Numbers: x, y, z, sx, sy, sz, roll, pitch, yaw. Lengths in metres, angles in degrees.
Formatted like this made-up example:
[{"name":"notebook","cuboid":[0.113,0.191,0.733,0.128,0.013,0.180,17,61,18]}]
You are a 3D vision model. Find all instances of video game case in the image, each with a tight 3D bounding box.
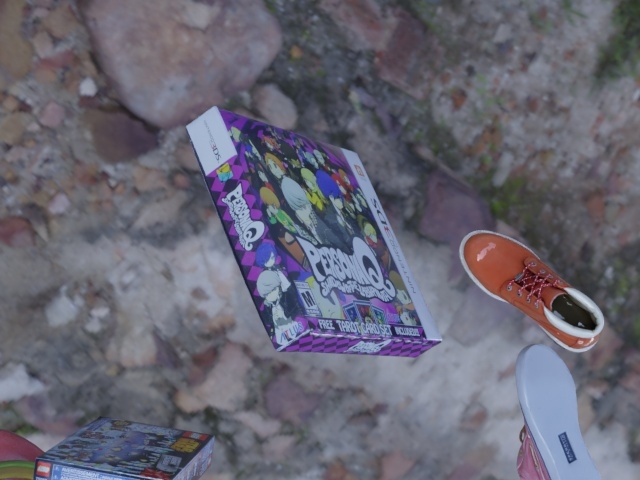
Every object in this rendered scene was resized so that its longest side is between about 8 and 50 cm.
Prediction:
[{"name":"video game case","cuboid":[0.000,0.000,1.024,0.042,0.210,0.232,-34,157,25]}]

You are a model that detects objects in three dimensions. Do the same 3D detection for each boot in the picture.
[{"name":"boot","cuboid":[0.196,0.040,1.092,0.059,0.158,0.084,-52,170,-3]}]

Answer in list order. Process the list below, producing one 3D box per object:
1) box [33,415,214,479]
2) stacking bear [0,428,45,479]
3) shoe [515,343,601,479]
[{"name":"box","cuboid":[-0.136,0.158,0.844,0.137,0.094,0.027,-27,126,-82]},{"name":"stacking bear","cuboid":[-0.304,0.288,1.147,0.164,0.289,0.175,31,75,-7]},{"name":"shoe","cuboid":[0.228,0.196,1.225,0.063,0.081,0.178,-17,87,-25]}]
